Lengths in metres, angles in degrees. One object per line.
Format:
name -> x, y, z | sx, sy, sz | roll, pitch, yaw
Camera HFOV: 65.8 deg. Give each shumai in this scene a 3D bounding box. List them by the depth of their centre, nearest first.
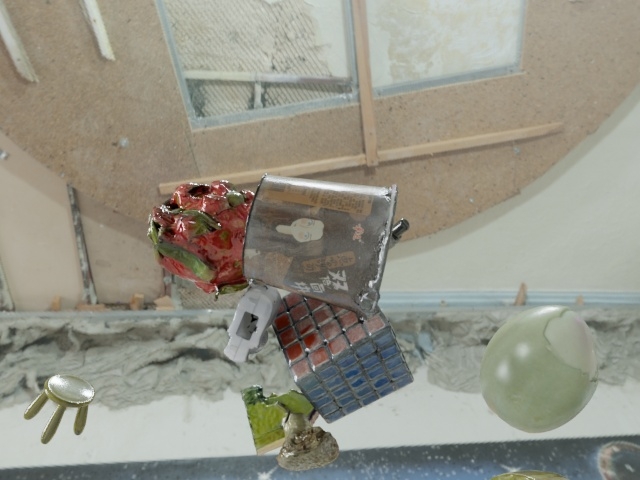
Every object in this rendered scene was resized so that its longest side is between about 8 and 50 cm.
shumai -> -0.037, 0.451, 1.123 | 0.145, 0.116, 0.145 | -8, -38, -7

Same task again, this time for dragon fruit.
dragon fruit -> -0.227, -0.012, 1.065 | 0.303, 0.231, 0.237 | 12, -80, -37

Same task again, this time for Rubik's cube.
Rubik's cube -> 0.045, 0.237, 1.143 | 0.237, 0.238, 0.237 | -27, -48, 0

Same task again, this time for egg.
egg -> 0.592, 0.333, 1.329 | 0.278, 0.278, 0.336 | 16, -68, -18

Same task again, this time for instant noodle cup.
instant noodle cup -> 0.000, 0.000, 0.768 | 0.207, 0.217, 0.217 | 12, -59, 5

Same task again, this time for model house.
model house -> -0.094, 0.453, 1.323 | 0.211, 0.170, 0.194 | -14, -29, -12

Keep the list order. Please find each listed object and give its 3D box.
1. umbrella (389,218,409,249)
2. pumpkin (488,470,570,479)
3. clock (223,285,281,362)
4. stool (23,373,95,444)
umbrella -> 0.162, 0.036, 1.603 | 0.073, 0.067, 0.337 | 47, -53, 0
pumpkin -> 0.237, 0.374, 0.591 | 0.110, 0.217, 0.217 | 36, -69, -20
clock -> -0.139, 0.172, 1.074 | 0.080, 0.117, 0.176 | 22, -90, 8
stool -> -0.593, 0.382, 1.136 | 0.134, 0.135, 0.110 | 28, -82, -18
